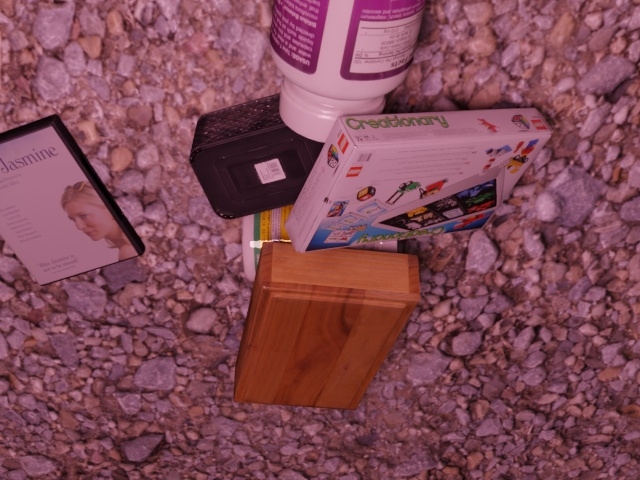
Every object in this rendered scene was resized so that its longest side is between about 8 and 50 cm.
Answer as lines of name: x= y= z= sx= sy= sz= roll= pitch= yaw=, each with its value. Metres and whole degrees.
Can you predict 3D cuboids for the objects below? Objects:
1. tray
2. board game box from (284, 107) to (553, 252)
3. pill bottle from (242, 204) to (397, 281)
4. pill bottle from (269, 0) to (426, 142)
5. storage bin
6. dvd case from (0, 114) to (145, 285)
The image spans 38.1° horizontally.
tray: x=-0.007 y=0.141 z=1.342 sx=0.202 sy=0.076 sz=0.411 roll=5 pitch=149 yaw=-8
board game box: x=0.123 y=-0.077 z=1.161 sx=0.305 sy=0.053 sz=0.193 roll=-7 pitch=145 yaw=-32
pill bottle: x=0.000 y=0.000 z=1.288 sx=0.208 sy=0.118 sz=0.118 roll=0 pitch=130 yaw=1
pill bottle: x=0.032 y=-0.265 z=1.035 sx=0.169 sy=0.169 sz=0.302 roll=7 pitch=129 yaw=-5
storage bin: x=-0.069 y=-0.113 z=1.218 sx=0.180 sy=0.084 sz=0.122 roll=-13 pitch=128 yaw=13
dvd case: x=-0.387 y=-0.049 z=1.316 sx=0.180 sy=0.022 sz=0.253 roll=-16 pitch=127 yaw=14
